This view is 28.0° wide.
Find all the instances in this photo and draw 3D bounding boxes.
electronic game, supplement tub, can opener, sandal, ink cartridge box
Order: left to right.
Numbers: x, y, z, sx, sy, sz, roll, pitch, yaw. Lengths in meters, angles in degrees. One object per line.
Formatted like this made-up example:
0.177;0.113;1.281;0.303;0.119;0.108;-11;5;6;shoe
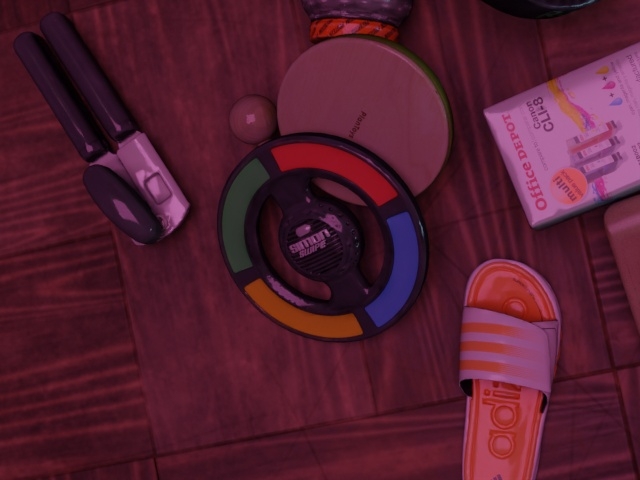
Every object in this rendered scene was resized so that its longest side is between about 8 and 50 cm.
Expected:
-0.241;-0.121;1.375;0.076;0.095;0.283;-34;82;8;can opener
0.000;0.000;1.307;0.229;0.048;0.229;9;117;20;electronic game
0.041;-0.294;1.310;0.117;0.117;0.191;5;90;12;supplement tub
0.188;0.151;1.288;0.101;0.076;0.265;2;89;12;sandal
0.263;-0.098;1.252;0.176;0.127;0.128;-23;84;11;ink cartridge box

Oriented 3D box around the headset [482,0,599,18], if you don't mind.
0.186;-0.408;1.210;0.243;0.185;0.394;-31;97;-24;headset

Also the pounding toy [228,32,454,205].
0.040;-0.128;1.321;0.236;0.110;0.183;-26;105;35;pounding toy

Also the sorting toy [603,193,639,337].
0.449;0.029;1.224;0.307;0.041;0.229;-18;104;11;sorting toy
